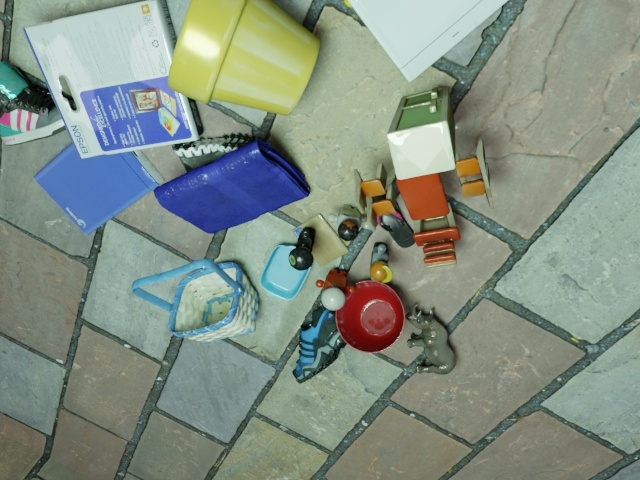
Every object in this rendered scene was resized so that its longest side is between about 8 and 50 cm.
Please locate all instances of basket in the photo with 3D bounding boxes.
[{"bbox_3d":[-0.321,0.155,1.292,0.254,0.201,0.289,-15,147,21],"label":"basket"}]

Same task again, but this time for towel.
[{"bbox_3d":[-0.207,-0.125,1.144,0.308,0.076,0.227,-20,148,22],"label":"towel"}]

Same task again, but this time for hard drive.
[{"bbox_3d":[-0.597,-0.166,1.289,0.318,0.040,0.210,-27,111,27],"label":"hard drive"},{"bbox_3d":[0.144,-0.491,0.835,0.233,0.047,0.353,-37,116,18],"label":"hard drive"}]

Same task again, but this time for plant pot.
[{"bbox_3d":[-0.140,-0.369,0.941,0.238,0.254,0.254,20,125,-17],"label":"plant pot"}]

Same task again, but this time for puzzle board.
[{"bbox_3d":[0.000,0.000,1.247,0.096,0.011,0.128,-30,108,29],"label":"puzzle board"}]

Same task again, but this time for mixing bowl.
[{"bbox_3d":[0.138,0.200,1.257,0.181,0.098,0.182,-4,78,19],"label":"mixing bowl"}]

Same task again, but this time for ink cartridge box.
[{"bbox_3d":[-0.456,-0.358,1.095,0.306,0.072,0.304,-6,118,10],"label":"ink cartridge box"}]

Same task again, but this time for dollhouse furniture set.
[{"bbox_3d":[0.228,-0.062,1.011,0.261,0.135,0.259,-10,147,20],"label":"dollhouse furniture set"}]

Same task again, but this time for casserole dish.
[{"bbox_3d":[-0.093,0.081,1.305,0.114,0.037,0.189,27,122,-1],"label":"casserole dish"}]

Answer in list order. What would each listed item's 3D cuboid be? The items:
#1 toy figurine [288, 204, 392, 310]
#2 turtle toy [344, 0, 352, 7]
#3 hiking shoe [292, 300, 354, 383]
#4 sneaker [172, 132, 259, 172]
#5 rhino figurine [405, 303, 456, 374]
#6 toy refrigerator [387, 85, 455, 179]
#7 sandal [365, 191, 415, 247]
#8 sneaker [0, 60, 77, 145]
[{"bbox_3d":[0.051,0.040,1.162,0.209,0.148,0.213,-29,108,19],"label":"toy figurine"},{"bbox_3d":[0.068,-0.490,0.902,0.130,0.066,0.095,28,117,-4],"label":"turtle toy"},{"bbox_3d":[-0.012,0.299,1.392,0.132,0.113,0.304,50,132,19],"label":"hiking shoe"},{"bbox_3d":[-0.235,-0.195,1.158,0.234,0.078,0.106,1,126,16],"label":"sneaker"},{"bbox_3d":[0.292,0.266,1.292,0.106,0.073,0.244,-11,115,25],"label":"rhino figurine"},{"bbox_3d":[0.197,-0.215,0.910,0.102,0.270,0.094,-9,116,20],"label":"toy refrigerator"},{"bbox_3d":[0.169,-0.049,1.154,0.067,0.040,0.179,-32,108,29],"label":"sandal"},{"bbox_3d":[-0.708,-0.348,1.168,0.295,0.124,0.179,-8,127,21],"label":"sneaker"}]
